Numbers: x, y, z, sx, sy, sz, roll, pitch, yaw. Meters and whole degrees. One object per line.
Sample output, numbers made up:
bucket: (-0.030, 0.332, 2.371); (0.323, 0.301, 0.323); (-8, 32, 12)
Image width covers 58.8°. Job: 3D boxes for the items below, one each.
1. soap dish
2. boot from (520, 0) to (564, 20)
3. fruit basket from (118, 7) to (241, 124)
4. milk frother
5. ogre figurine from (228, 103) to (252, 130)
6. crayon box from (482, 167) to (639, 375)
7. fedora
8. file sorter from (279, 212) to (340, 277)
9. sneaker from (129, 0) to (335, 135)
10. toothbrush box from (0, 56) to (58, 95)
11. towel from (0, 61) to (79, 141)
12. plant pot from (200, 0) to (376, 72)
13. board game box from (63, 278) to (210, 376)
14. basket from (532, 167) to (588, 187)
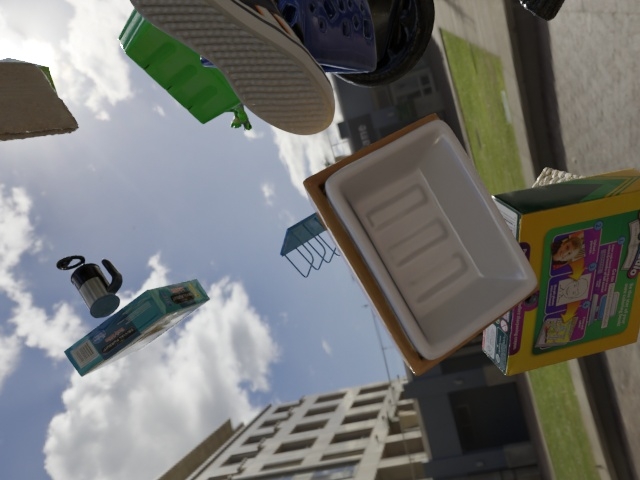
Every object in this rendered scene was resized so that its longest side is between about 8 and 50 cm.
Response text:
soap dish: (0.135, 0.000, 0.782); (0.291, 0.229, 0.118); (59, 161, 1)
boot: (0.527, -0.581, 1.182); (0.131, 0.260, 0.348); (44, -144, -4)
fruit basket: (-0.309, -0.553, 1.554); (0.283, 0.392, 0.392); (53, 171, 50)
milk frother: (-0.613, 0.115, 1.496); (0.143, 0.129, 0.135); (4, -146, -52)
ogre figurine: (-0.320, -0.489, 2.040); (0.118, 0.097, 0.197); (90, 159, -58)
crayon box: (0.492, 0.064, 1.123); (0.106, 0.313, 0.363); (-124, 26, -60)
fedora: (0.140, -0.568, 1.447); (0.152, 0.334, 0.334); (-65, -39, -48)
file sorter: (0.000, 0.000, 1.463); (0.104, 0.170, 0.118); (47, 148, 17)
sneaker: (-0.092, -0.276, 0.752); (0.321, 0.126, 0.127); (37, -134, -37)
toothbrush box: (-0.799, -0.329, 1.335); (0.283, 0.206, 0.122); (-36, -47, -41)
towel: (-0.650, -0.277, 1.138); (0.187, 0.049, 0.282); (54, -146, 9)
plant pot: (-0.050, -0.402, 0.978); (0.236, 0.236, 0.212); (-15, -70, -53)
board game box: (-0.453, 0.213, 1.466); (0.079, 0.254, 0.336); (55, -174, 4)
basket: (0.682, 0.031, 1.481); (0.328, 0.331, 0.266); (27, -174, -24)
